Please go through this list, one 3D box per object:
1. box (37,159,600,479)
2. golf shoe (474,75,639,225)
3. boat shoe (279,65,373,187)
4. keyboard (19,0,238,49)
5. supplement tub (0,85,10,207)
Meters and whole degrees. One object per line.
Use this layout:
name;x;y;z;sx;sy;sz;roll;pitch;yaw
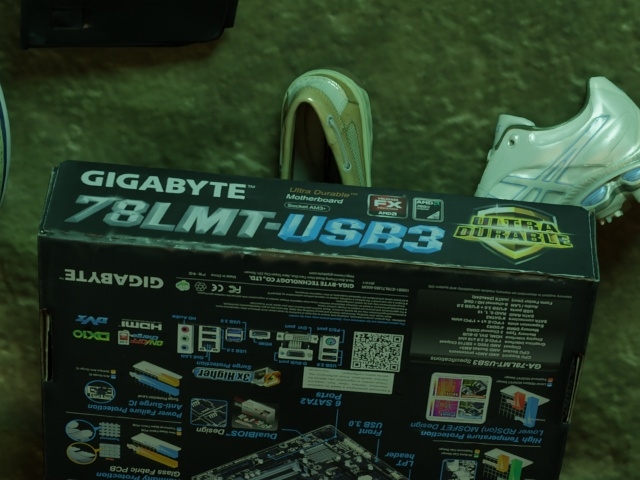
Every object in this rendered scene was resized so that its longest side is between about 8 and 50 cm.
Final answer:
box;-0.009;0.100;1.105;0.295;0.073;0.293;4;130;0
golf shoe;0.112;-0.027;1.125;0.176;0.069;0.086;-31;87;6
boat shoe;0.000;0.000;1.112;0.068;0.072;0.190;-4;107;16
keyboard;-0.126;-0.209;0.974;0.201;0.033;0.317;-2;143;-12
supplement tub;-0.288;-0.013;0.972;0.235;0.325;0.235;0;109;-1
